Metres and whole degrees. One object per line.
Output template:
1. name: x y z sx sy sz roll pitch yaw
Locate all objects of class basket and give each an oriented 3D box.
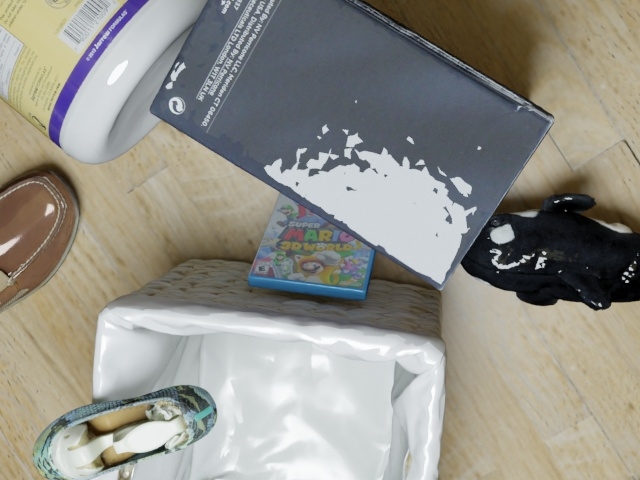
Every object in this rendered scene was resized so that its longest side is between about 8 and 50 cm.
1. basket: -0.045 0.206 1.005 0.332 0.266 0.328 6 101 6

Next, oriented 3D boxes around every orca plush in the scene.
1. orca plush: 0.280 0.051 0.993 0.287 0.102 0.151 22 128 -15

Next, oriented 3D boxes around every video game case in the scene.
1. video game case: 0.000 0.000 1.015 0.119 0.166 0.015 7 126 7

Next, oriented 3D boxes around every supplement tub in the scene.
1. supplement tub: -0.280 -0.262 0.965 0.331 0.241 0.241 40 103 0

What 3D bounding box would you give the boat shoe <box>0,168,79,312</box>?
1. boat shoe: -0.406 0.046 1.103 0.324 0.116 0.123 -43 92 13

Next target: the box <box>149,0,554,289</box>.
1. box: 0.039 -0.124 0.915 0.294 0.296 0.182 31 103 2

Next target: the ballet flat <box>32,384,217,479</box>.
1. ballet flat: -0.184 0.175 0.856 0.188 0.070 0.070 -23 96 12
